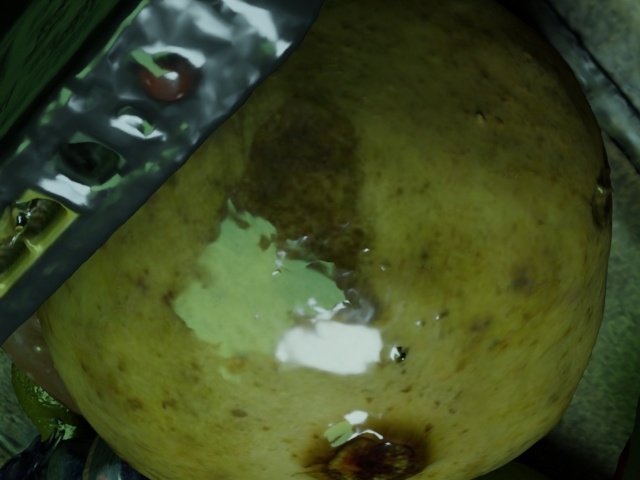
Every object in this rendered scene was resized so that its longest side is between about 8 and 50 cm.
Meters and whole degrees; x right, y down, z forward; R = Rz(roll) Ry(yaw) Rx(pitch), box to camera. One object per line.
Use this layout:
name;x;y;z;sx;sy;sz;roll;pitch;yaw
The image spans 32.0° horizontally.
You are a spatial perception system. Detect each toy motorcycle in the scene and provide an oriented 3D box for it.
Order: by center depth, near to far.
toy motorcycle;-0.115;0.167;0.720;0.173;0.108;0.307;13;159;-24

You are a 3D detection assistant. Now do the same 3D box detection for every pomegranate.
pomegranate;0.000;0.000;0.546;0.281;0.281;0.281;14;129;18

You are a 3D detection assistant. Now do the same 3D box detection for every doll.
doll;-0.144;0.141;0.850;0.209;0.097;0.137;27;149;-2

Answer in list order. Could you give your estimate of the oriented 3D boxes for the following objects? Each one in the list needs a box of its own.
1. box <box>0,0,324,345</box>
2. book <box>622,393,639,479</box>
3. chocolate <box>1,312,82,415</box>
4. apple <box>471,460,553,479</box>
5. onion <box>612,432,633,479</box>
box;-0.128;-0.052;0.471;0.058;0.211;0.350;32;125;-30
book;0.271;0.040;0.482;0.289;0.201;0.026;-20;118;39
chocolate;-0.160;-0.009;0.711;0.093;0.148;0.214;-21;114;32
apple;0.084;0.254;0.709;0.246;0.246;0.226;-27;109;39
onion;0.275;0.165;0.578;0.246;0.190;0.246;10;119;19
